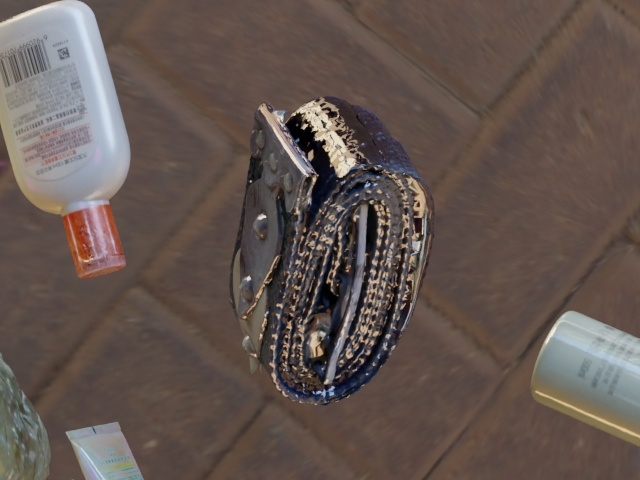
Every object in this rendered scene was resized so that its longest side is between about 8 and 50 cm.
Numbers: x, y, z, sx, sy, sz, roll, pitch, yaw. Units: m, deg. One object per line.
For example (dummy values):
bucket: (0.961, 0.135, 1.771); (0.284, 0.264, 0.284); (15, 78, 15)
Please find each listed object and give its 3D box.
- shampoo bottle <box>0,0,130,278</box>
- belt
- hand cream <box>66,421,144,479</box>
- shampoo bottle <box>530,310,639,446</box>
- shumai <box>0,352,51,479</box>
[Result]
shampoo bottle: (-0.207, -0.080, 1.537); (0.108, 0.051, 0.221); (-18, 85, 22)
belt: (0.000, 0.001, 1.354); (0.122, 0.128, 0.218); (-4, 127, -23)
hand cream: (-0.157, 0.235, 1.574); (0.047, 0.076, 0.174); (-30, 77, 25)
shampoo bottle: (0.208, 0.097, 0.986); (0.195, 0.056, 0.056); (24, 94, 22)
shumai: (-0.283, 0.100, 1.000); (0.260, 0.225, 0.222); (-23, 72, -28)
